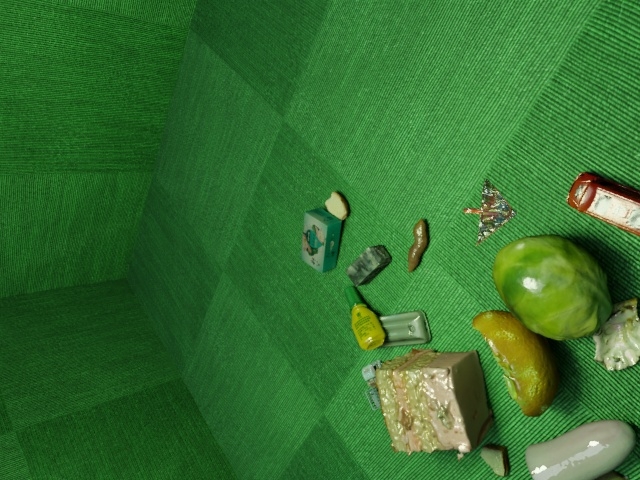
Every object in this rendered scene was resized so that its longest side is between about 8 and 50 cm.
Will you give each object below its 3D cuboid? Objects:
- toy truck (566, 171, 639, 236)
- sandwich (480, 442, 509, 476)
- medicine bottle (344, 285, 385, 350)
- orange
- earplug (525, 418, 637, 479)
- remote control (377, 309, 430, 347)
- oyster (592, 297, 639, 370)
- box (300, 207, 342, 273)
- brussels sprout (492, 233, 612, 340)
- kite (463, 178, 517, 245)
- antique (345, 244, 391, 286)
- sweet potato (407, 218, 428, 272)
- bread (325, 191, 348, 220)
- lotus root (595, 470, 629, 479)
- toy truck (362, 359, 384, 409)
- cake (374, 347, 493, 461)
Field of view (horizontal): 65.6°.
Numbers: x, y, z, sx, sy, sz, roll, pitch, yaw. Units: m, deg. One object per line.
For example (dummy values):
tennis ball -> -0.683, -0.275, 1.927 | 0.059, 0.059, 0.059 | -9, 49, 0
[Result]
toy truck -> 0.789, -0.096, 1.336 | 0.253, 0.114, 0.107 | 34, 121, 37
sandwich -> 0.605, 0.760, 1.720 | 0.093, 0.036, 0.104 | -13, 88, 46
medicine bottle -> 0.166, 0.304, 2.018 | 0.111, 0.076, 0.308 | -30, 44, 6
orange -> 0.602, 0.360, 1.502 | 0.196, 0.263, 0.334 | -26, 78, 29
earplug -> 0.772, 0.616, 1.443 | 0.301, 0.172, 0.172 | -50, 61, 33
remote control -> 0.282, 0.360, 1.975 | 0.335, 0.066, 0.127 | -20, 84, 47
oyster -> 0.828, 0.265, 1.390 | 0.133, 0.072, 0.208 | -11, 105, 27
box -> 0.000, 0.000, 2.167 | 0.153, 0.092, 0.244 | 32, 128, 38
brussels sprout -> 0.654, 0.127, 1.404 | 0.268, 0.344, 0.344 | -50, 58, 12
kite -> 0.559, -0.089, 1.654 | 0.189, 0.009, 0.232 | 11, 104, 45
antique -> 0.198, 0.098, 2.006 | 0.183, 0.088, 0.086 | -50, 62, 39
sweet potato -> 0.363, 0.024, 1.848 | 0.065, 0.051, 0.218 | 24, 114, 38
bread -> 0.075, -0.141, 2.132 | 0.126, 0.044, 0.129 | -40, 72, 50
lotus root -> 0.845, 0.778, 1.444 | 0.183, 0.078, 0.203 | 6, 99, 45
toy truck -> 0.231, 0.587, 2.028 | 0.080, 0.115, 0.177 | -42, 64, 42
cake -> 0.398, 0.545, 1.727 | 0.307, 0.293, 0.313 | -19, 86, 41
